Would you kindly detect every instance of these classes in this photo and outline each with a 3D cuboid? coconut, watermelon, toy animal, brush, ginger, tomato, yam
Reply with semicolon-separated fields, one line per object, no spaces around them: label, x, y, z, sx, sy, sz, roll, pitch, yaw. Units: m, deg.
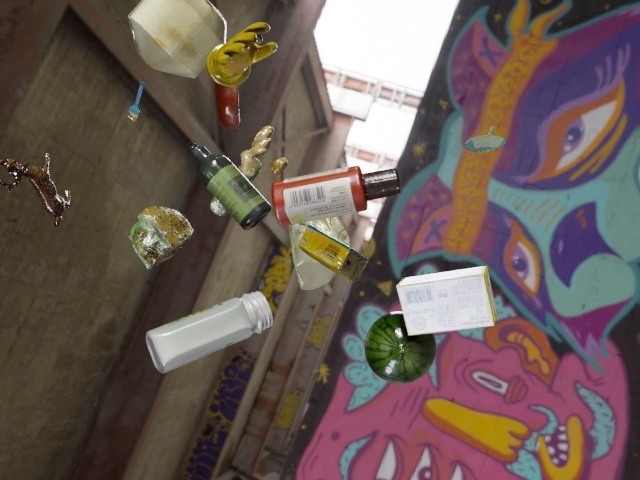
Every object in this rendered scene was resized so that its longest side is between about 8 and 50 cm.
coconut;-0.482;-0.706;2.037;0.323;0.323;0.322;19;-90;-79
watermelon;0.262;0.352;1.989;0.242;0.243;0.242;19;-90;-79
toy animal;-0.809;-0.163;1.735;0.087;0.243;0.260;-33;27;4
brush;-0.724;-0.550;2.384;0.014;0.051;0.164;-25;-38;-64
ginger;-0.222;-0.323;2.130;0.288;0.089;0.075;-73;-31;-51
tomato;-0.355;-0.520;2.275;0.225;0.085;0.224;172;90;-79
yam;-0.307;-0.204;2.199;0.371;0.083;0.083;-61;-14;-56

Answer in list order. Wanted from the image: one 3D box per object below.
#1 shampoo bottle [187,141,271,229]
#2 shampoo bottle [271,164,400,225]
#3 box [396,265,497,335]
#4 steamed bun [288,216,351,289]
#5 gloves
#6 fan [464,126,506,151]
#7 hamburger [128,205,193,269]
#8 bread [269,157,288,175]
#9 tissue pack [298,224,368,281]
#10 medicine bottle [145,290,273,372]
shampoo bottle;-0.262;-0.161;1.669;0.101;0.284;0.101;-42;-5;-4
shampoo bottle;0.038;-0.106;1.331;0.104;0.278;0.104;-10;-90;-80
box;0.375;0.180;1.793;0.097;0.265;0.168;-36;-68;-64
steamed bun;0.000;0.000;2.088;0.275;0.206;0.319;-63;-38;-84
gloves;-0.200;-0.461;1.497;0.133;0.116;0.294;-54;19;-8
fan;0.478;-0.291;1.728;0.175;0.113;0.005;-53;-41;-47
hamburger;-0.572;-0.025;2.136;0.168;0.192;0.288;-33;7;14
bread;-0.159;-0.285;2.319;0.081;0.046;0.083;-43;-6;-18
tissue pack;0.034;0.037;1.681;0.082;0.169;0.120;-58;-36;-2
medicine bottle;-0.293;0.241;1.622;0.324;0.124;0.179;-18;-8;-25
